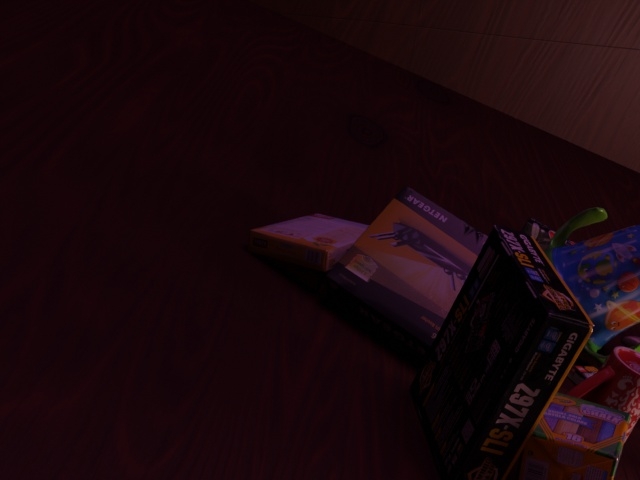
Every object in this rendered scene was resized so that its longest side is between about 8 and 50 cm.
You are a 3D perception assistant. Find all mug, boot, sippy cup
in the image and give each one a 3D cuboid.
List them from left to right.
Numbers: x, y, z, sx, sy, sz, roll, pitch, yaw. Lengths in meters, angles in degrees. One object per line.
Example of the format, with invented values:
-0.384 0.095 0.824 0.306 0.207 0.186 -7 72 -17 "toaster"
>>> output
0.488 0.276 1.649 0.113 0.169 0.150 40 27 30 "mug"
0.595 0.083 1.989 0.306 0.224 0.240 63 23 4 "sippy cup"
0.703 0.252 2.082 0.118 0.042 0.087 22 25 -7 "boot"

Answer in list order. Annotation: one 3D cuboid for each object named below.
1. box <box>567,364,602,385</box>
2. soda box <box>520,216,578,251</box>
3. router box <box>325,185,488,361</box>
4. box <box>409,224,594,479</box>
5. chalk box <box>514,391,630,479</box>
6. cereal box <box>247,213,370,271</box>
0.555 0.280 1.889 0.137 0.027 0.094 5 29 -38 "box"
0.584 0.011 2.454 0.168 0.060 0.053 31 24 12 "soda box"
0.202 0.077 1.730 0.308 0.081 0.243 33 65 19 "router box"
0.251 0.177 1.429 0.079 0.322 0.257 17 24 -15 "box"
0.381 0.319 1.462 0.132 0.133 0.213 14 19 22 "chalk box"
0.000 0.000 1.847 0.173 0.047 0.240 14 16 30 "cereal box"
